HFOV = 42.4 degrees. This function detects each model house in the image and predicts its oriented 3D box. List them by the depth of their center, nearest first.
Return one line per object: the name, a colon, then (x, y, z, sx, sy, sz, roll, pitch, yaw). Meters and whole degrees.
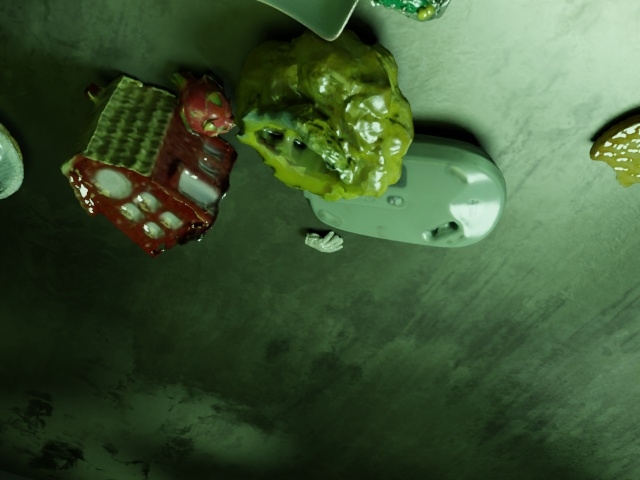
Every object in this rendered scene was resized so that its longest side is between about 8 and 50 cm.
model house: (-0.285, -0.125, 1.302, 0.160, 0.196, 0.254, -28, 125, 37)

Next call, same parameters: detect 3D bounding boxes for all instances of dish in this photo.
dish: (0.003, -0.379, 1.040, 0.151, 0.077, 0.212, 28, 136, -5)

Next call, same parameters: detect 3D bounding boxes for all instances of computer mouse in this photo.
computer mouse: (0.133, -0.087, 1.332, 0.331, 0.095, 0.197, 10, 124, 14)

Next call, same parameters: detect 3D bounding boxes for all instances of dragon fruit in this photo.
dragon fruit: (-0.183, -0.213, 1.272, 0.086, 0.081, 0.116, -23, 99, 38)

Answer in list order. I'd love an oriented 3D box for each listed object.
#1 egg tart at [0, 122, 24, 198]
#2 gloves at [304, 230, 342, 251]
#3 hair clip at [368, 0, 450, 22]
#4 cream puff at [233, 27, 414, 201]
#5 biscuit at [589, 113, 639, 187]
egg tart: (-0.633, -0.142, 1.431, 0.234, 0.094, 0.234, 6, 140, 5)
gloves: (0.001, 0.002, 1.504, 0.081, 0.037, 0.044, 0, 173, 4)
hair clip: (0.152, -0.389, 0.998, 0.138, 0.091, 0.321, 24, 135, -10)
cream puff: (-0.002, -0.166, 1.176, 0.282, 0.185, 0.282, 8, 121, 13)
biscuit: (0.539, -0.130, 1.247, 0.228, 0.031, 0.176, 24, 137, -17)
